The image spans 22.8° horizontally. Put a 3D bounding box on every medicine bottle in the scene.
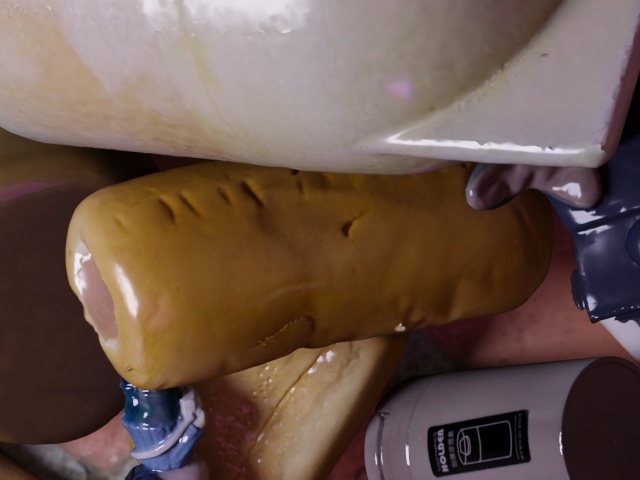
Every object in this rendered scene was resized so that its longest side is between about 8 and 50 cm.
[{"bbox_3d":[0.000,-0.154,0.851,0.406,0.236,0.235,8,112,36],"label":"medicine bottle"}]

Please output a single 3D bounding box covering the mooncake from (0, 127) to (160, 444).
[{"bbox_3d":[-0.202,0.028,1.072,0.235,0.117,0.234,-7,125,-10],"label":"mooncake"}]

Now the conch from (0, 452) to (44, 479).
[{"bbox_3d":[-0.181,0.221,1.170,0.330,0.093,0.109,48,151,12],"label":"conch"}]

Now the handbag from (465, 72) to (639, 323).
[{"bbox_3d":[0.203,-0.125,0.934,0.269,0.118,0.325,-20,83,22],"label":"handbag"}]

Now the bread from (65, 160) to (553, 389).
[{"bbox_3d":[0.000,0.000,0.984,0.305,0.091,0.142,-13,64,-21],"label":"bread"}]

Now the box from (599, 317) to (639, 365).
[{"bbox_3d":[0.332,0.056,0.995,0.274,0.091,0.221,46,108,14],"label":"box"}]

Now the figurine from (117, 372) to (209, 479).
[{"bbox_3d":[-0.105,0.147,1.038,0.077,0.079,0.136,12,126,51],"label":"figurine"}]

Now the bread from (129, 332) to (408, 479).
[{"bbox_3d":[-0.035,0.093,1.095,0.147,0.098,0.217,34,114,-1],"label":"bread"}]

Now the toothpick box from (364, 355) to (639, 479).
[{"bbox_3d":[0.127,0.136,1.041,0.181,0.111,0.111,-13,110,49],"label":"toothpick box"}]
